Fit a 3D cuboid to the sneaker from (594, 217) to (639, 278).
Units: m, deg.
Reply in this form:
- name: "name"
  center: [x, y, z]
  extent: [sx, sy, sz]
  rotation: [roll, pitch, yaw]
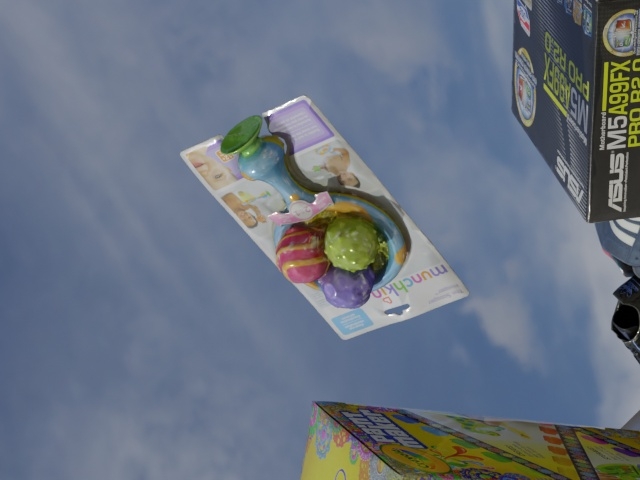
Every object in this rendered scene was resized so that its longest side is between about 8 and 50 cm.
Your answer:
- name: "sneaker"
  center: [0.476, -0.027, 2.031]
  extent: [0.350, 0.131, 0.148]
  rotation: [92, 161, -81]

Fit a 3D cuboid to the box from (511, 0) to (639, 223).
- name: "box"
  center: [0.244, -0.172, 1.379]
  extent: [0.270, 0.060, 0.216]
  rotation: [-107, 12, -60]

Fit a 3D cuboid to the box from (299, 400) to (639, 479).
- name: "box"
  center: [0.122, 0.283, 1.011]
  extent: [0.279, 0.177, 0.290]
  rotation: [7, -83, -20]

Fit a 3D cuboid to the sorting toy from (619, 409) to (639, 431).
- name: "sorting toy"
  center: [0.332, 0.186, 1.419]
  extent: [0.047, 0.347, 0.196]
  rotation: [46, 174, 9]

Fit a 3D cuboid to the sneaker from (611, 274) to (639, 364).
- name: "sneaker"
  center: [0.483, 0.141, 2.183]
  extent: [0.081, 0.090, 0.232]
  rotation: [50, 159, 50]

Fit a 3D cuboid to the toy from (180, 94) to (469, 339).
- name: "toy"
  center: [0.000, 0.000, 1.193]
  extent: [0.237, 0.137, 0.056]
  rotation: [51, -143, -25]
